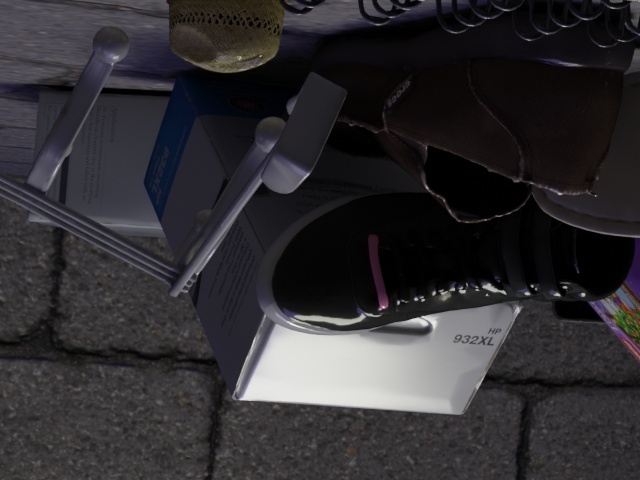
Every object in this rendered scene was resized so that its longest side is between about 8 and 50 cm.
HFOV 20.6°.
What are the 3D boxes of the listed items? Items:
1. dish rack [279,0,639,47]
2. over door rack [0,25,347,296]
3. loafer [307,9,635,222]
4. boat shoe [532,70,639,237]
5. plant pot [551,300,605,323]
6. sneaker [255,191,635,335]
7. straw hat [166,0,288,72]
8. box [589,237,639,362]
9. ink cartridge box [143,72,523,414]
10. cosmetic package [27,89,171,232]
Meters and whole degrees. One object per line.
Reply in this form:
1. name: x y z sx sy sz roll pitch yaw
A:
1. dish rack: 0.075 -0.126 0.753 0.208 0.074 0.271 6 178 -14
2. over door rack: -0.128 -0.088 0.977 0.239 0.108 0.324 27 161 -8
3. loafer: 0.084 -0.079 1.234 0.134 0.130 0.366 5 178 -20
4. boat shoe: 0.292 -0.066 1.172 0.324 0.116 0.097 -13 169 39
5. plant pot: 0.364 -0.016 1.894 0.167 0.187 0.188 -12 -171 -41
6. sneaker: 0.104 0.008 1.300 0.296 0.104 0.147 -9 -177 -30
7. straw hat: -0.055 -0.131 1.037 0.144 0.061 0.144 4 179 0
8. box: 0.273 0.015 1.667 0.293 0.057 0.201 48 175 -11
9. ink cartridge box: 0.000 0.000 1.509 0.223 0.129 0.307 6 -146 -27
10. cosmetic package: -0.151 -0.072 1.806 0.225 0.138 0.224 5 178 12
